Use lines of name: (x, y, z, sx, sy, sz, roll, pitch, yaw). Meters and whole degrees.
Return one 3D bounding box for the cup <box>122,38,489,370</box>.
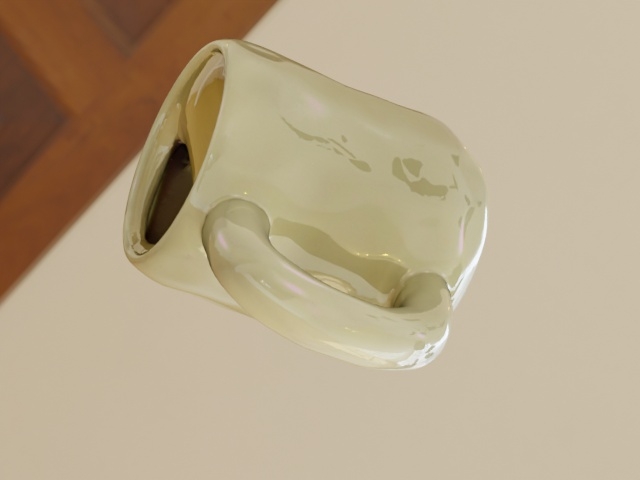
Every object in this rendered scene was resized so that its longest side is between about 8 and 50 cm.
cup: (0.007, -0.019, 1.166, 0.202, 0.173, 0.255, 22, -3, -20)
